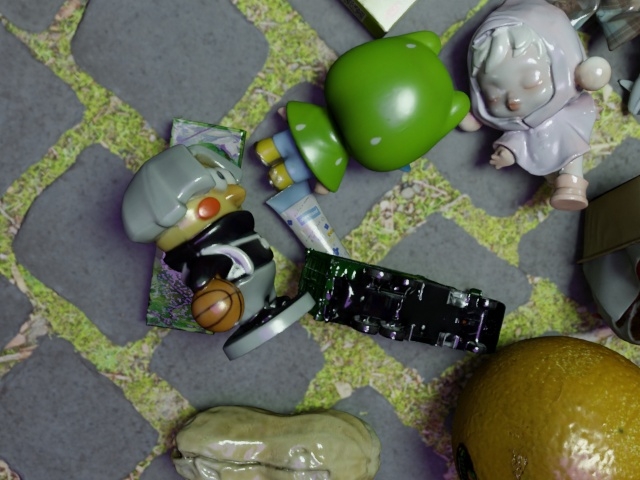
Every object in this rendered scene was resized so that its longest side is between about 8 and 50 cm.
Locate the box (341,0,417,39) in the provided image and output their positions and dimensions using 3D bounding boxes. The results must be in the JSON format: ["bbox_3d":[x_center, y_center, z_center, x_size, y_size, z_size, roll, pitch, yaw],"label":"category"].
[{"bbox_3d":[0.107,-0.408,0.712,0.175,0.062,0.260,44,94,-9],"label":"box"}]

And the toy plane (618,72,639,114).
[{"bbox_3d":[0.453,-0.243,0.746,0.162,0.066,0.171,3,131,-45],"label":"toy plane"}]

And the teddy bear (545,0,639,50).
[{"bbox_3d":[0.408,-0.486,0.689,0.327,0.362,0.375,20,56,13],"label":"teddy bear"}]

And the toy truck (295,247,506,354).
[{"bbox_3d":[0.108,0.083,0.745,0.259,0.121,0.088,15,90,-27],"label":"toy truck"}]

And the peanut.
[{"bbox_3d":[-0.060,0.292,0.794,0.290,0.130,0.130,3,100,-1],"label":"peanut"}]

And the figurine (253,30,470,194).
[{"bbox_3d":[0.045,-0.147,0.720,0.263,0.143,0.162,-26,84,14],"label":"figurine"}]

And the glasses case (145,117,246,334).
[{"bbox_3d":[-0.164,-0.018,0.766,0.095,0.062,0.272,10,100,-7],"label":"glasses case"}]

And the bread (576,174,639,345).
[{"bbox_3d":[0.425,0.026,0.722,0.142,0.224,0.212,-6,79,-4],"label":"bread"}]

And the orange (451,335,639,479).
[{"bbox_3d":[0.300,0.255,0.735,0.274,0.274,0.274,-1,100,-3],"label":"orange"}]

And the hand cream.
[{"bbox_3d":[0.000,0.000,0.788,0.065,0.043,0.171,-36,97,-11],"label":"hand cream"}]

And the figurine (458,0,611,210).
[{"bbox_3d":[0.274,-0.170,0.728,0.133,0.200,0.276,-34,105,-39],"label":"figurine"}]

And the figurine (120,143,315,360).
[{"bbox_3d":[-0.121,0.008,0.645,0.133,0.176,0.236,-33,89,11],"label":"figurine"}]
